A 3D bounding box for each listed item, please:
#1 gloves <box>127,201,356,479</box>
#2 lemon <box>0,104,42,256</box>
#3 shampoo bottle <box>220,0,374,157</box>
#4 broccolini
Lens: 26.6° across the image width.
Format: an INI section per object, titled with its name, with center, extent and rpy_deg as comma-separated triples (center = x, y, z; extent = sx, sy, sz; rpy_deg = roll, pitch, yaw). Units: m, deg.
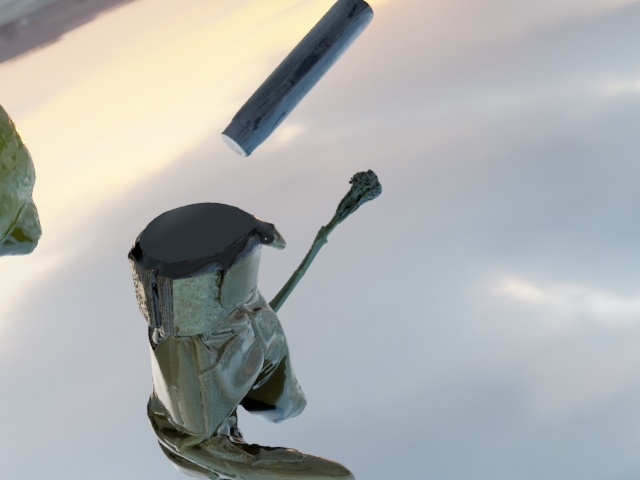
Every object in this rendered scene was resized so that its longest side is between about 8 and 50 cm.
[gloves]
center = -0.069, 0.125, 1.079
extent = 0.141, 0.331, 0.154
rpy_deg = -24, -146, -14
[lemon]
center = -0.353, -0.058, 1.158
extent = 0.184, 0.248, 0.184
rpy_deg = -160, -90, -79
[shampoo bottle]
center = -0.028, -0.196, 1.613
extent = 0.234, 0.049, 0.087
rpy_deg = -49, -175, -13
[broccolini]
center = 0.000, 0.000, 1.689
extent = 0.218, 0.044, 0.042
rpy_deg = -51, -160, -4
